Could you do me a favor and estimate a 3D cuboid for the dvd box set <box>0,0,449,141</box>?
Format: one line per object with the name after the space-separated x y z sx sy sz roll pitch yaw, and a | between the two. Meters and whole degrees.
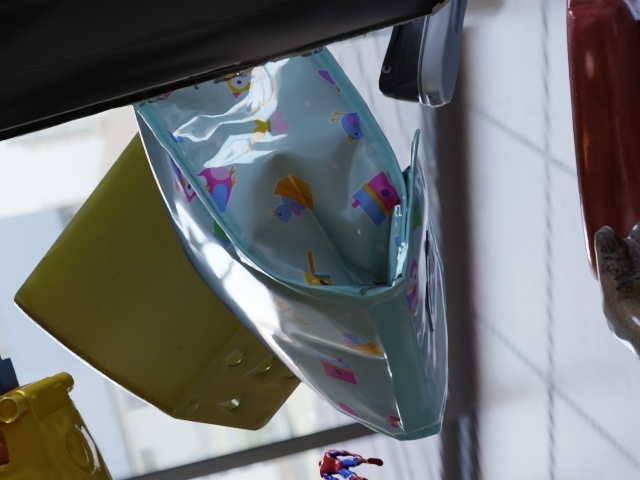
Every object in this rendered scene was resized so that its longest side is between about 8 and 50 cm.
-0.183 -0.198 0.568 0.420 0.307 0.062 45 136 25 | dvd box set

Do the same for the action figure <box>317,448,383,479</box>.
0.028 0.241 1.638 0.115 0.030 0.038 -3 70 60 | action figure

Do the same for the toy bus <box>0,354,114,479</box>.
-0.285 0.177 1.210 0.149 0.220 0.211 -30 -81 -75 | toy bus

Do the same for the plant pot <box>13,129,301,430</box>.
-0.101 0.051 1.386 0.187 0.212 0.212 45 -167 31 | plant pot

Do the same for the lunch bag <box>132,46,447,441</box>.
0.000 0.000 1.085 0.262 0.160 0.223 50 166 32 | lunch bag

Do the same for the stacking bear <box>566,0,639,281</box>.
0.277 -0.064 0.770 0.175 0.289 0.164 -47 -48 -72 | stacking bear

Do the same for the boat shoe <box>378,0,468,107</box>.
0.095 -0.229 1.435 0.080 0.076 0.229 47 -132 -65 | boat shoe

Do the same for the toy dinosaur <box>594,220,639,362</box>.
0.205 0.037 0.428 0.200 0.295 0.127 31 142 61 | toy dinosaur
